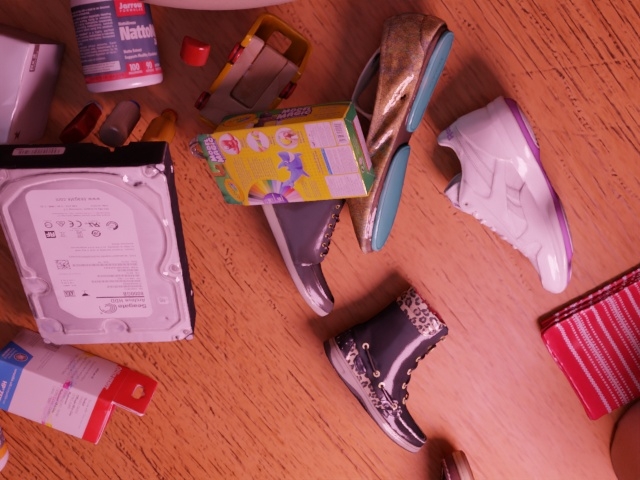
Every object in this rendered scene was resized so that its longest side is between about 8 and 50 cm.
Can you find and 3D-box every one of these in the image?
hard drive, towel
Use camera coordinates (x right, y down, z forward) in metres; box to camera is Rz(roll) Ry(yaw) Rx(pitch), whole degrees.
[{"bbox_3d":[-0.312,0.016,1.145,0.237,0.064,0.339,-1,132,-1],"label":"hard drive"},{"bbox_3d":[0.506,0.151,1.279,0.275,0.031,0.198,-30,103,6],"label":"towel"}]

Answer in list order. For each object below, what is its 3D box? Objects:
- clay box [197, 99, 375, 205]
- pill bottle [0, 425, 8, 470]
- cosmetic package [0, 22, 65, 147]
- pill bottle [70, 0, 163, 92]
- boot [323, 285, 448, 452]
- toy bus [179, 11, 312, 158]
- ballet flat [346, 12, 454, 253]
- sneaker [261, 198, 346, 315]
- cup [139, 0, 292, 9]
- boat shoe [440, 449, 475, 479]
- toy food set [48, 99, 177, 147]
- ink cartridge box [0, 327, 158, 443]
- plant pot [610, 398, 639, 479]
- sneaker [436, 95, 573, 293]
[{"bbox_3d":[-0.048,-0.116,1.106,0.222,0.053,0.127,-2,128,24],"label":"clay box"},{"bbox_3d":[-0.591,0.239,1.222,0.162,0.162,0.278,-12,104,2],"label":"pill bottle"},{"bbox_3d":[-0.477,-0.227,1.111,0.184,0.151,0.151,18,104,-4],"label":"cosmetic package"},{"bbox_3d":[-0.287,-0.302,1.117,0.108,0.108,0.180,-8,104,1],"label":"pill bottle"},{"bbox_3d":[0.139,0.203,1.260,0.179,0.085,0.236,-37,101,6],"label":"boot"},{"bbox_3d":[-0.098,-0.222,1.139,0.202,0.104,0.191,1,130,16],"label":"toy bus"},{"bbox_3d":[0.088,-0.158,1.165,0.123,0.123,0.348,16,104,-4],"label":"ballet flat"},{"bbox_3d":[0.000,0.000,1.208,0.118,0.083,0.222,-23,102,5],"label":"sneaker"},{"bbox_3d":[-0.076,-0.429,1.007,0.237,0.331,0.331,10,105,-28],"label":"cup"},{"bbox_3d":[0.205,0.507,1.322,0.123,0.123,0.342,-6,110,0],"label":"boat shoe"},{"bbox_3d":[-0.325,-0.136,1.182,0.232,0.104,0.111,-28,117,24],"label":"toy food set"},{"bbox_3d":[-0.379,0.229,1.235,0.231,0.134,0.078,23,102,-5],"label":"ink cartridge box"},{"bbox_3d":[0.592,0.374,1.193,0.334,0.305,0.333,0,105,0],"label":"plant pot"},{"bbox_3d":[0.277,-0.055,1.199,0.152,0.114,0.305,-22,99,19],"label":"sneaker"}]
